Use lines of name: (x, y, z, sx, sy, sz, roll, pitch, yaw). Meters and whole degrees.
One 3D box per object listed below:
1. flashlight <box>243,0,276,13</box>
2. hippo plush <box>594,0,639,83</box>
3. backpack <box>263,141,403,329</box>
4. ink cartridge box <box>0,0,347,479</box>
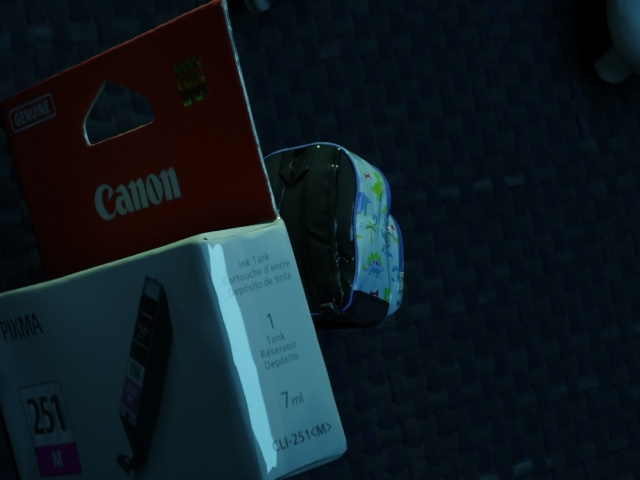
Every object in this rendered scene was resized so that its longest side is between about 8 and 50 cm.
flashlight: (-0.069, -0.299, 1.248, 0.103, 0.103, 0.304, -47, 119, -70)
hippo plush: (0.280, -0.238, 1.390, 0.294, 0.234, 0.237, -13, 89, -36)
backpack: (0.000, 0.000, 1.242, 0.084, 0.105, 0.114, 19, 70, -54)
ink cartridge box: (-0.111, 0.017, 1.055, 0.060, 0.275, 0.239, -17, 91, -35)
